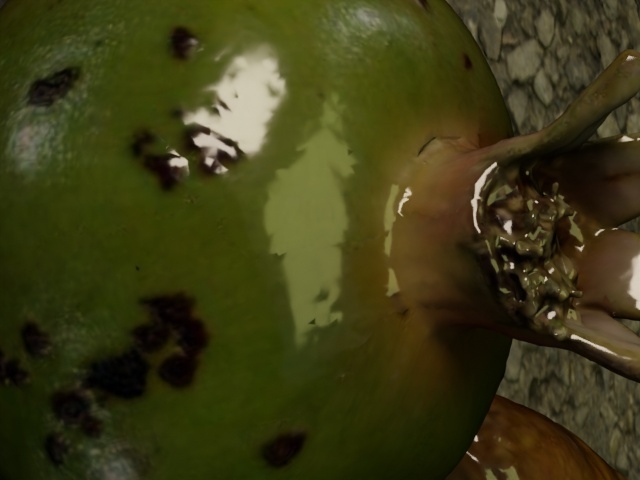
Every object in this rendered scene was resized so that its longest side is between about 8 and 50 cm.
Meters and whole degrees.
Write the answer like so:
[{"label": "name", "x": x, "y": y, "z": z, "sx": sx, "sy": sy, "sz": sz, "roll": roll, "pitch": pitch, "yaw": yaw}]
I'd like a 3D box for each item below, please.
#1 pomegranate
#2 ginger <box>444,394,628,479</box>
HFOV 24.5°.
[{"label": "pomegranate", "x": -0.022, "y": 0.009, "z": 0.615, "sx": 0.291, "sy": 0.323, "sz": 0.290, "roll": -8, "pitch": 105, "yaw": -31}, {"label": "ginger", "x": 0.132, "y": 0.207, "z": 0.911, "sx": 0.165, "sy": 0.172, "sz": 0.321, "roll": -41, "pitch": 116, "yaw": -4}]
